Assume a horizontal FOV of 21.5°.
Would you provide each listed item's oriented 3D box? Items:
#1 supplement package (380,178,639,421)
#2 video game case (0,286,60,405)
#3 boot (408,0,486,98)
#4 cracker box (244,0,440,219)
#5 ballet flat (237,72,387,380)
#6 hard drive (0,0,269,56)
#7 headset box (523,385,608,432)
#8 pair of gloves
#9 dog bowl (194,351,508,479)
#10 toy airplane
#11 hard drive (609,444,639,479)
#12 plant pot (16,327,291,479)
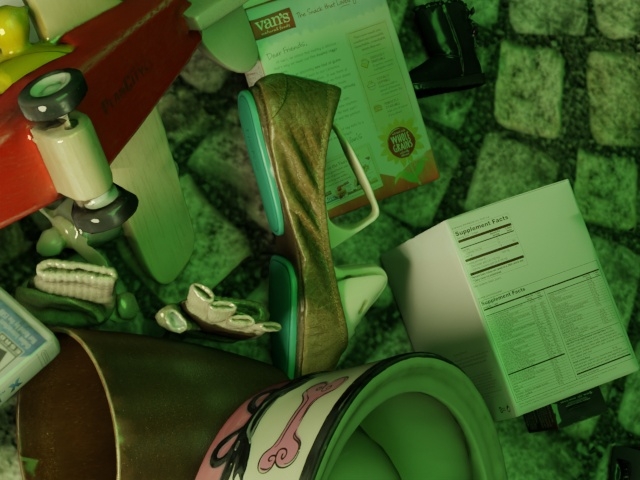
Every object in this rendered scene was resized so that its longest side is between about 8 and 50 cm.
[{"bbox_3d":[0.188,0.071,1.718,0.149,0.194,0.203,-18,85,-20],"label":"supplement package"},{"bbox_3d":[-0.453,0.095,1.521,0.329,0.036,0.300,38,68,23],"label":"video game case"},{"bbox_3d":[0.123,-0.210,1.835,0.121,0.045,0.099,-12,85,-26],"label":"boot"},{"bbox_3d":[0.014,-0.149,1.754,0.156,0.067,0.232,-20,99,-20],"label":"cracker box"},{"bbox_3d":[0.000,0.000,1.675,0.124,0.116,0.342,-9,100,-13],"label":"ballet flat"},{"bbox_3d":[-0.212,-0.291,1.747,0.353,0.047,0.233,-15,84,-20],"label":"hard drive"},{"bbox_3d":[0.259,0.178,1.776,0.062,0.083,0.032,-17,85,-19],"label":"headset box"},{"bbox_3d":[-0.169,0.069,1.602,0.240,0.204,0.042,11,76,-16],"label":"pair of gloves"},{"bbox_3d":[0.023,0.302,1.549,0.408,0.150,0.408,-1,92,-58],"label":"dog bowl"},{"bbox_3d":[-0.234,-0.166,1.583,0.384,0.272,0.386,15,77,-59],"label":"toy airplane"},{"bbox_3d":[0.393,0.348,1.799,0.172,0.054,0.254,5,77,-16],"label":"hard drive"},{"bbox_3d":[-0.141,0.181,1.605,0.230,0.215,0.215,-4,80,-34],"label":"plant pot"}]
